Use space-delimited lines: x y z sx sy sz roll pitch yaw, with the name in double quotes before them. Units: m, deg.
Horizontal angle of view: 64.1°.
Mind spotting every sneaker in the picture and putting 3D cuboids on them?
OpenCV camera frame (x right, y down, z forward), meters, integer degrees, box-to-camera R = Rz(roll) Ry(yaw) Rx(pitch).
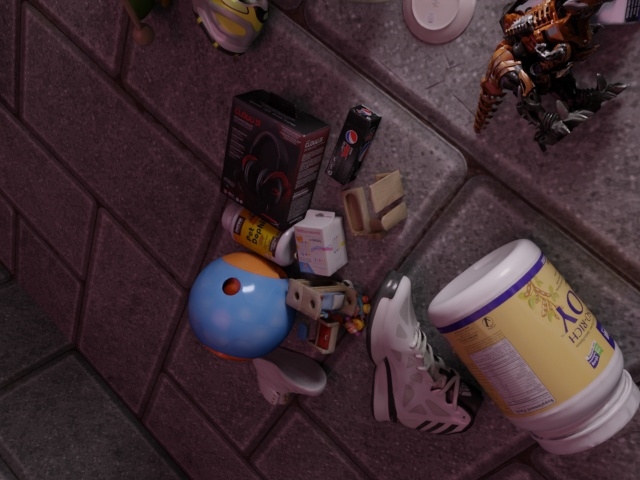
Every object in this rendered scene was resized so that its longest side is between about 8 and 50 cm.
"sneaker" -0.246 -0.608 1.121 0.147 0.145 0.385 -28 104 35
"sneaker" 0.253 0.272 1.176 0.257 0.169 0.448 10 126 24
"sneaker" -0.088 0.428 1.535 0.292 0.108 0.169 17 124 42

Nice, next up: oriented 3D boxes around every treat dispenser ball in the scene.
"treat dispenser ball" -0.206 0.174 1.364 0.288 0.288 0.289 17 121 30

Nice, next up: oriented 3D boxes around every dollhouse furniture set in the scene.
"dollhouse furniture set" -0.004 0.199 1.276 0.128 0.129 0.184 21 106 48
"dollhouse furniture set" 0.094 -0.062 1.126 0.151 0.123 0.144 -2 111 38

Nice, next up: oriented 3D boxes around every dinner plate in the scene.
"dinner plate" 0.210 -0.431 0.925 0.141 0.017 0.141 19 123 31

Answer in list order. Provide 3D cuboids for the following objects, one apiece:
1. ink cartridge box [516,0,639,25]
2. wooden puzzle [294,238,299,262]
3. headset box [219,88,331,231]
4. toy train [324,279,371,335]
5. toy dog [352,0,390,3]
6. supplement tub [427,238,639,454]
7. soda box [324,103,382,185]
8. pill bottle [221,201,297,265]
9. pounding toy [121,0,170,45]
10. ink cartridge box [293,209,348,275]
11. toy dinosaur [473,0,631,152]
"ink cartridge box" 0.412 -0.433 0.748 0.223 0.045 0.224 12 118 33
"wooden puzzle" -0.042 0.026 1.298 0.014 0.116 0.079 6 72 21
"headset box" -0.113 -0.205 1.223 0.218 0.110 0.293 33 128 21
"toy train" 0.062 0.188 1.330 0.125 0.046 0.166 36 130 18
"toy dog" 0.026 -0.613 0.738 0.285 0.395 0.408 55 140 18
"supplement tub" 0.388 0.191 0.948 0.331 0.241 0.241 52 132 4
"soda box" 0.070 -0.207 1.119 0.060 0.053 0.169 37 130 17
"pill bottle" -0.152 -0.025 1.338 0.214 0.117 0.117 25 125 26
"pounding toy" -0.413 -0.614 1.241 0.183 0.110 0.237 100 164 -65
"ink cartridge box" 0.000 0.000 1.252 0.092 0.090 0.143 7 116 35
"toy dinosaur" 0.353 -0.274 0.817 0.218 0.164 0.322 52 175 7
